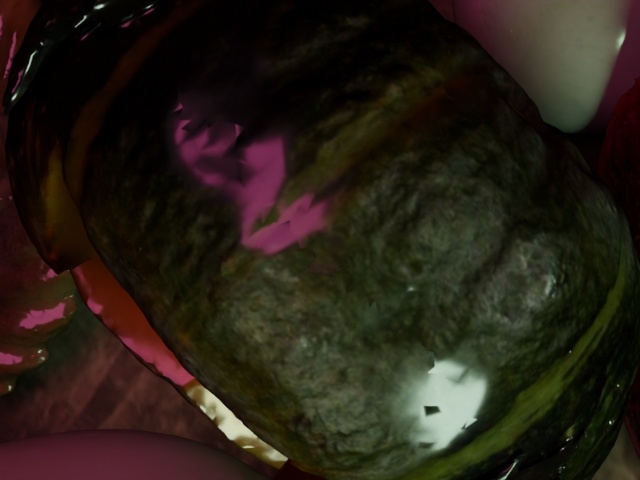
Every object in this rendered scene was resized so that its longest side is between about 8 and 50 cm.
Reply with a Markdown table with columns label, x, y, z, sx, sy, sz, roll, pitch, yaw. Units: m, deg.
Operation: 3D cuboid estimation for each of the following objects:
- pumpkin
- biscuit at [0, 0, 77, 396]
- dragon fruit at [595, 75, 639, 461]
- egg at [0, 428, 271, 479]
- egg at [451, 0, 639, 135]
| label | x | y | z | sx | sy | sz | roll | pitch | yaw |
| --- | --- | --- | --- | --- | --- | --- | --- | --- | --- |
| pumpkin | 0.000 | 0.000 | 0.722 | 0.192 | 0.320 | 0.320 | -43 | 65 | -12 |
| biscuit | -0.204 | -0.008 | 0.909 | 0.187 | 0.036 | 0.273 | 43 | 117 | 22 |
| dragon fruit | 0.201 | 0.005 | 0.703 | 0.163 | 0.261 | 0.189 | -32 | 44 | -33 |
| egg | -0.122 | 0.228 | 0.621 | 0.283 | 0.283 | 0.345 | 36 | 93 | 25 |
| egg | 0.158 | -0.140 | 0.763 | 0.209 | 0.151 | 0.151 | -39 | 67 | 4 |
